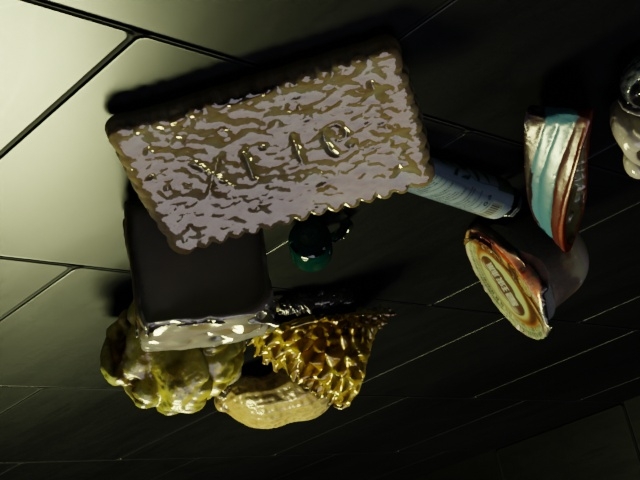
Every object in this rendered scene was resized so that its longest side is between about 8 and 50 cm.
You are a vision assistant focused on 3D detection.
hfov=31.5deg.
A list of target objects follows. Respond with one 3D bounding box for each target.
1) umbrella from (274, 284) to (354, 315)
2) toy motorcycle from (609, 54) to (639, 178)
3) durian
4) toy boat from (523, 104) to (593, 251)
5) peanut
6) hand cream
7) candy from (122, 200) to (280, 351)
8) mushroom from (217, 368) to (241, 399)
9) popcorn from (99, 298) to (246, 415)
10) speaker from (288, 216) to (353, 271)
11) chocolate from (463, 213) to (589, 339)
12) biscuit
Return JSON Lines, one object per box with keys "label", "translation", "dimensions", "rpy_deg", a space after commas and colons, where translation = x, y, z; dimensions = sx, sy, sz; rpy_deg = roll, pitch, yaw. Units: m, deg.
{"label": "umbrella", "translation": [-0.017, 0.100, 1.835], "dimensions": [0.143, 0.040, 0.037], "rpy_deg": [-7, 170, -13]}
{"label": "toy motorcycle", "translation": [0.479, -0.145, 1.404], "dimensions": [0.340, 0.108, 0.223], "rpy_deg": [5, 145, -24]}
{"label": "durian", "translation": [-0.022, 0.179, 1.931], "dimensions": [0.195, 0.186, 0.305], "rpy_deg": [16, 170, -16]}
{"label": "toy boat", "translation": [0.311, -0.087, 1.465], "dimensions": [0.079, 0.136, 0.392], "rpy_deg": [14, 165, 18]}
{"label": "peanut", "translation": [-0.089, 0.304, 2.214], "dimensions": [0.232, 0.110, 0.197], "rpy_deg": [-14, 159, -2]}
{"label": "hand cream", "translation": [0.167, -0.075, 1.483], "dimensions": [0.271, 0.058, 0.091], "rpy_deg": [12, 159, -41]}
{"label": "candy", "translation": [-0.143, 0.034, 1.380], "dimensions": [0.184, 0.195, 0.137], "rpy_deg": [-8, 159, -7]}
{"label": "mushroom", "translation": [-0.182, 0.253, 2.067], "dimensions": [0.085, 0.079, 0.085], "rpy_deg": [-14, 158, -6]}
{"label": "popcorn", "translation": [-0.228, 0.159, 1.712], "dimensions": [0.200, 0.226, 0.203], "rpy_deg": [-44, 117, -9]}
{"label": "speaker", "translation": [0.003, 0.004, 1.570], "dimensions": [0.094, 0.060, 0.075], "rpy_deg": [-13, 160, -2]}
{"label": "chocolate", "translation": [0.326, 0.029, 1.704], "dimensions": [0.147, 0.221, 0.221], "rpy_deg": [-35, 160, -7]}
{"label": "biscuit", "translation": [-0.049, -0.099, 1.225], "dimensions": [0.324, 0.044, 0.217], "rpy_deg": [-16, 137, 8]}
